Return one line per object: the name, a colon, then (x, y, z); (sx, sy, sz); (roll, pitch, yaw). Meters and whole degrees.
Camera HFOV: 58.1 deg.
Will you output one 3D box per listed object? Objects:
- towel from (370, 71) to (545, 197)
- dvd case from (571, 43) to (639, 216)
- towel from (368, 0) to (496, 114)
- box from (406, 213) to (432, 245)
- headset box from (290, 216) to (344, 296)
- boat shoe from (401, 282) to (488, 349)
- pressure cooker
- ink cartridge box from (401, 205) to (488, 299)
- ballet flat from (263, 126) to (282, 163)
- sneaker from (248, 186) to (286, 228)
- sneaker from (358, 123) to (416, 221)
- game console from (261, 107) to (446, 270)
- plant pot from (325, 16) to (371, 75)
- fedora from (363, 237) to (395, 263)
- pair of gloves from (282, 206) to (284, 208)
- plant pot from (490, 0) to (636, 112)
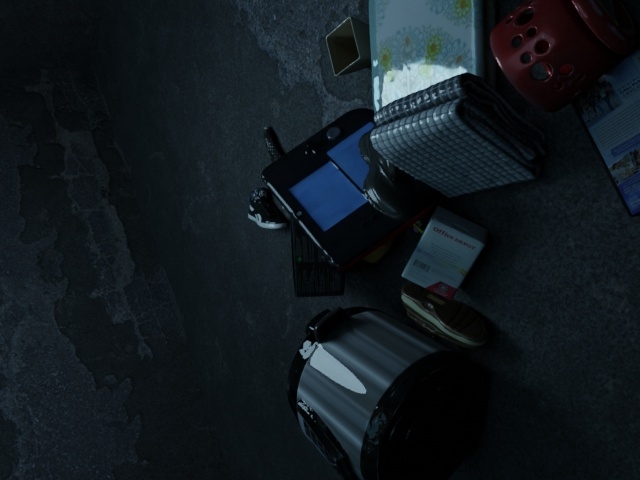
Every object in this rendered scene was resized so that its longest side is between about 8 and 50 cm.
towel: (0.275, -0.203, 1.139); (0.235, 0.284, 0.121); (-11, 62, 51)
dvd case: (0.545, -0.188, 0.966); (0.180, 0.022, 0.253); (-39, 66, 52)
towel: (0.245, -0.441, 1.278); (0.321, 0.090, 0.374); (7, 104, 51)
box: (0.259, -0.016, 1.384); (0.083, 0.052, 0.062); (49, 134, 35)
headset box: (0.000, 0.000, 1.583); (0.283, 0.131, 0.246); (-73, -19, -78)
boat shoe: (0.294, 0.193, 1.365); (0.257, 0.095, 0.095); (39, 142, 51)
pressure cooker: (0.130, 0.365, 1.394); (0.420, 0.376, 0.369); (27, 104, 49)
ink cartridge box: (0.280, 0.029, 1.300); (0.128, 0.072, 0.175); (27, 126, 7)
ballet flat: (-0.153, -0.307, 1.914); (0.057, 0.049, 0.173); (79, 171, -68)
sneaker: (-0.189, -0.117, 1.965); (0.217, 0.079, 0.121); (23, 118, 52)
sneaker: (0.158, -0.170, 1.261); (0.130, 0.109, 0.286); (-52, 39, 44)
game console: (0.078, -0.143, 1.392); (0.386, 0.342, 0.060); (51, 168, 36)
plant pot: (0.092, -0.490, 1.467); (0.109, 0.096, 0.109); (-20, 83, 54)
fedora: (0.141, -0.003, 1.502); (0.079, 0.194, 0.194); (33, 136, -4)
pair of gloves: (-0.066, -0.144, 1.820); (0.240, 0.042, 0.204); (58, 140, 29)
plant pot: (0.416, -0.341, 0.976); (0.174, 0.191, 0.191); (-35, 69, 44)
